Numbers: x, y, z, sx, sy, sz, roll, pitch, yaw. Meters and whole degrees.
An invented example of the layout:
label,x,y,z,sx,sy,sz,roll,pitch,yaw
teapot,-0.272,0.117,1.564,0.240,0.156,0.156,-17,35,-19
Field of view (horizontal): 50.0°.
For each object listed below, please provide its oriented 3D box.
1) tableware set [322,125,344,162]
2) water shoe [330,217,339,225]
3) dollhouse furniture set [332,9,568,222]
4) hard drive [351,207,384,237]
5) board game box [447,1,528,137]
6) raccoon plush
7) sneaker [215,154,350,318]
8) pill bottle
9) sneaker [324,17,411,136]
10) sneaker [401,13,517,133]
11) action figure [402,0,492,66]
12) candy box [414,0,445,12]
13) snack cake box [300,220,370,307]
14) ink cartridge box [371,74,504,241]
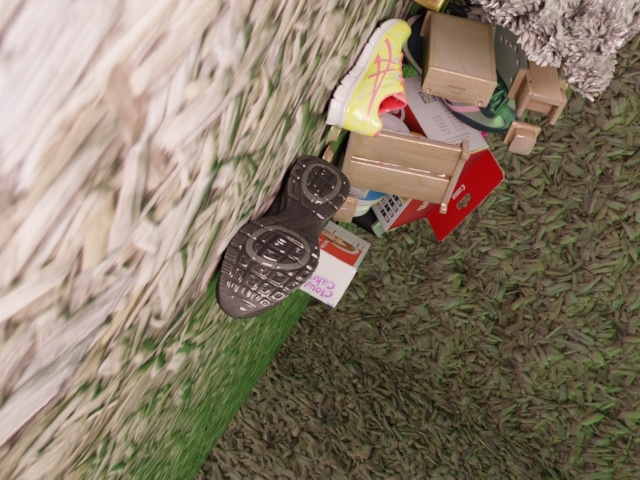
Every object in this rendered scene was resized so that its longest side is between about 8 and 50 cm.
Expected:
label,x,y,z,sx,sy,sz,roll,pitch,yaw
tableware set,0.016,-0.156,1.119,0.141,0.020,0.169,-64,179,-67
water shoe,0.000,0.000,1.623,0.203,0.080,0.073,-61,175,16
dollhouse furniture set,0.201,-0.181,1.176,0.355,0.303,0.174,105,-3,-48
hard drive,0.142,-0.155,1.696,0.255,0.172,0.054,-59,161,-1
board game box,0.375,-0.459,1.474,0.390,0.050,0.390,123,-37,-74
raccoon plush,0.219,-0.252,0.688,0.216,0.299,0.446,-44,-175,40
sneaker,-0.052,0.010,0.924,0.286,0.109,0.130,-54,179,-43
pill bottle,0.095,-0.150,1.415,0.124,0.124,0.221,-57,175,-36
sneaker,0.089,-0.227,0.982,0.208,0.094,0.081,-60,175,-20
sneaker,0.282,-0.290,1.256,0.112,0.319,0.131,-60,-148,0
action figure,0.267,-0.434,1.401,0.276,0.141,0.164,-60,-175,-25
candy box,0.228,-0.483,1.164,0.187,0.053,0.109,-60,176,23
snack cake box,0.004,0.030,1.367,0.089,0.152,0.264,-60,176,14
ink cartridge box,0.214,-0.157,1.477,0.130,0.272,0.309,-19,161,-25
